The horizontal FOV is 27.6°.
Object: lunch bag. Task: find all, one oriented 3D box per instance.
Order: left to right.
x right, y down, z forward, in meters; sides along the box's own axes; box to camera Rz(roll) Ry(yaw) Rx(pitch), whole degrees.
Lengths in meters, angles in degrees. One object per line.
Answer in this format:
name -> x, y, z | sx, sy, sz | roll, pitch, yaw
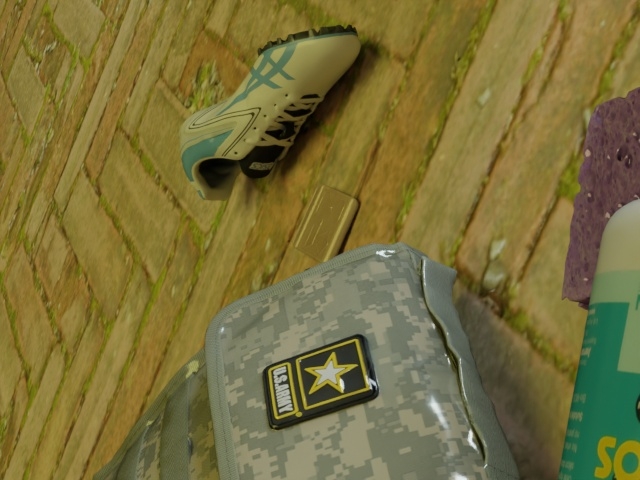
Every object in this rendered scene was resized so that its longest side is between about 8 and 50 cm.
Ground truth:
lunch bag -> -0.009, 0.156, 0.780 | 0.287, 0.169, 0.235 | -50, 29, 23

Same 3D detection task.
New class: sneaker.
sneaker -> -0.040, -0.109, 1.120 | 0.237, 0.085, 0.086 | -35, 70, 46

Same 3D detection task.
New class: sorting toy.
sorting toy -> 0.000, 0.000, 1.031 | 0.062, 0.012, 0.083 | 28, 95, 59

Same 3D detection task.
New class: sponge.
sponge -> 0.197, -0.035, 0.637 | 0.210, 0.031, 0.117 | -22, 53, 63

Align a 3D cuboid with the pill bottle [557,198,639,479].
pill bottle -> 0.158, 0.123, 0.487 | 0.146, 0.146, 0.264 | -2, 76, 62
